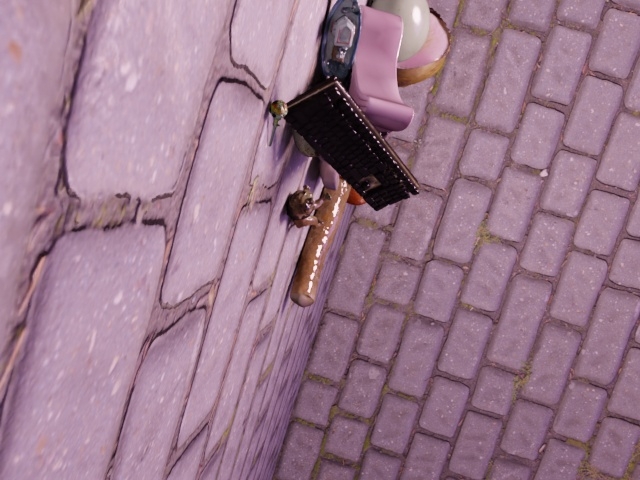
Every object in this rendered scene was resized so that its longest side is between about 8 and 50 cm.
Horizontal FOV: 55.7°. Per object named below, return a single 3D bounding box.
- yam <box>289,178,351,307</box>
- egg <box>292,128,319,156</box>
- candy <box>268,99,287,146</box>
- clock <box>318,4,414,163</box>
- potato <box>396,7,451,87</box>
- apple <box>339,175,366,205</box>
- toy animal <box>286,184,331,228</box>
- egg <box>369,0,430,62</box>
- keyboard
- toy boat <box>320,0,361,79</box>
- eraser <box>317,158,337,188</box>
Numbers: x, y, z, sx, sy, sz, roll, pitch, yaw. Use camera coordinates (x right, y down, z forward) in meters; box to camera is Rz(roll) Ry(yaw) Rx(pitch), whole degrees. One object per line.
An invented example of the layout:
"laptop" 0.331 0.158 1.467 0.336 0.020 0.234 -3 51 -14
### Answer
"yam" 0.000 0.000 1.567 0.081 0.081 0.356 92 14 -70
"egg" -0.001 -0.181 0.936 0.085 0.085 0.110 60 53 -83
"candy" -0.060 -0.150 0.794 0.023 0.025 0.083 -18 152 -28
"clock" 0.077 -0.251 1.024 0.290 0.080 0.275 -123 -133 -66
"potato" 0.253 -0.538 1.759 0.266 0.229 0.229 57 50 -78
"apple" 0.099 -0.183 1.716 0.163 0.139 0.163 -58 172 -13
"toy animal" -0.024 -0.065 1.191 0.086 0.069 0.220 -51 167 -4
"egg" 0.179 -0.506 1.409 0.192 0.149 0.149 89 18 -54
"keyboard" 0.060 -0.132 0.922 0.317 0.106 0.027 37 33 -52
"toy boat" 0.034 -0.323 0.962 0.066 0.059 0.140 -97 -164 -54
"eraser" 0.029 -0.193 1.338 0.243 0.059 0.204 -70 175 -62
